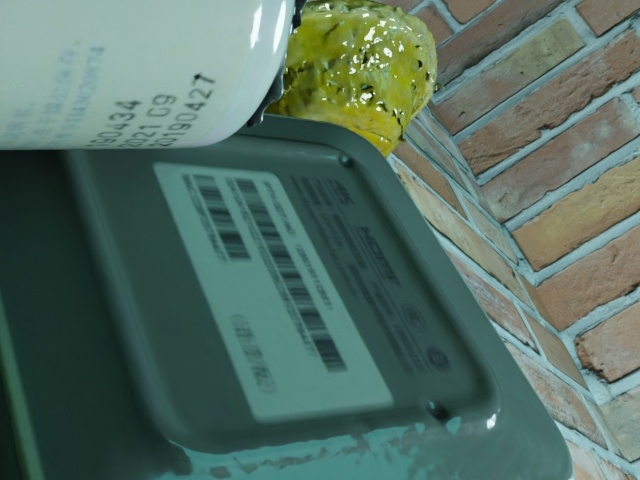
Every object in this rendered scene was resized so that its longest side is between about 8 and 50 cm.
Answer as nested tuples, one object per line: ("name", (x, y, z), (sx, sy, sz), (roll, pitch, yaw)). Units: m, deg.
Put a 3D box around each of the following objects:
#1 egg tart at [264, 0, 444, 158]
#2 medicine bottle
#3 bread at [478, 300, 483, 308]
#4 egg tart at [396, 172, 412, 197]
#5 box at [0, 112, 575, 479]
("egg tart", (0.000, -0.165, 1.025), (0.341, 0.341, 0.132), (26, 45, -56))
("medicine bottle", (-0.211, -0.154, 0.432), (0.378, 0.213, 0.214), (-5, 59, -39))
("bread", (0.098, 0.159, 0.866), (0.232, 0.135, 0.247), (41, 58, -40))
("egg tart", (0.000, 0.000, 0.943), (0.147, 0.202, 0.203), (-8, 65, -55))
("box", (-0.047, 0.052, 0.587), (0.396, 0.111, 0.396), (0, 48, -37))
